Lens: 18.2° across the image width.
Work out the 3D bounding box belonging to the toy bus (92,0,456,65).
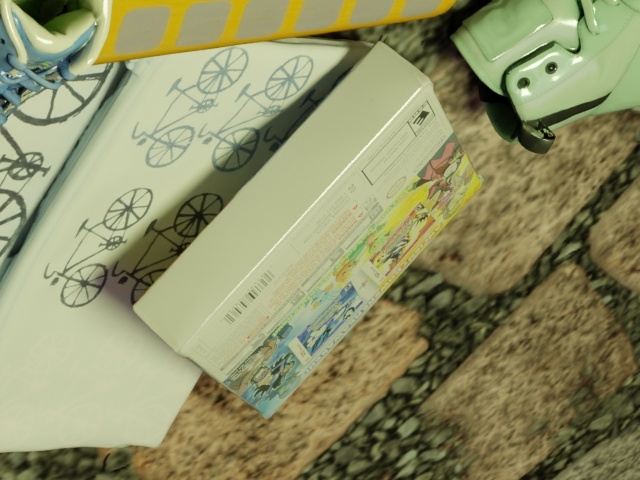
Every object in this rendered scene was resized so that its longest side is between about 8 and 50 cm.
[{"bbox_3d":[-0.077,-0.159,0.917,0.332,0.108,0.130,-12,139,-34],"label":"toy bus"}]

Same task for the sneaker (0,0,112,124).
[{"bbox_3d":[-0.136,-0.082,0.781,0.080,0.081,0.211,-2,138,-40],"label":"sneaker"}]

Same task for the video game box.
[{"bbox_3d":[0.000,0.000,1.168,0.205,0.048,0.187,-47,156,-3],"label":"video game box"}]

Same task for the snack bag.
[{"bbox_3d":[-0.157,0.002,1.087,0.342,0.037,0.323,4,127,-45],"label":"snack bag"}]

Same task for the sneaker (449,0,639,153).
[{"bbox_3d":[0.152,-0.154,1.148,0.151,0.094,0.256,-24,141,-17],"label":"sneaker"}]
